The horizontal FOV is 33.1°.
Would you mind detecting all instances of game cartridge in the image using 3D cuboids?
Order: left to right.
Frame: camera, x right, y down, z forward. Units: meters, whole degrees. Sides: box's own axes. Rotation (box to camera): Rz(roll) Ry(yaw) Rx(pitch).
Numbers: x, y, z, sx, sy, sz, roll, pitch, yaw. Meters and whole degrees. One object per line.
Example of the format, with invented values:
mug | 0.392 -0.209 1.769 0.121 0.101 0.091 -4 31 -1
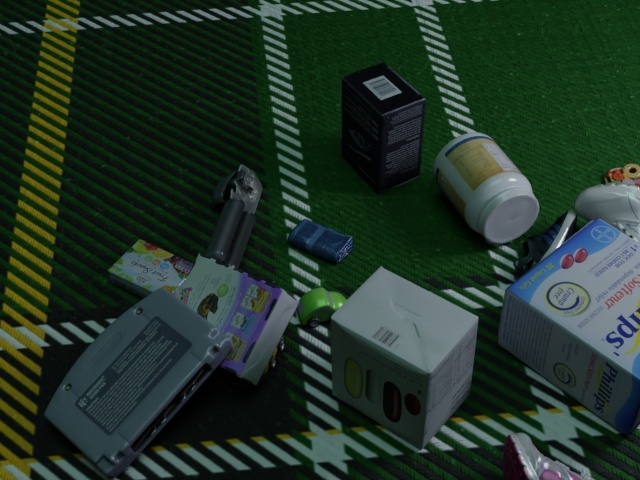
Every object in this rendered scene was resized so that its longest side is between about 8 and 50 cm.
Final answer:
game cartridge | -0.310 0.226 1.795 0.196 0.060 0.294 35 74 27

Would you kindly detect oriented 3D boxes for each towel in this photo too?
towel | 0.000 0.000 2.097 0.119 0.029 0.067 24 50 24

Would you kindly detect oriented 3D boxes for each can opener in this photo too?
can opener | -0.182 -0.038 2.128 0.095 0.076 0.283 -18 36 30

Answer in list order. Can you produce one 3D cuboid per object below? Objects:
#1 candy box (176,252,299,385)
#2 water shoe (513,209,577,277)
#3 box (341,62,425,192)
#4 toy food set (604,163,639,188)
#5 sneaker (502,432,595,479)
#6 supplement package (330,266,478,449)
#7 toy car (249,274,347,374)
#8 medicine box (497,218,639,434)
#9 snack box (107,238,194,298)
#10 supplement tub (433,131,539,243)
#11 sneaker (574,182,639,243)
candy box | -0.162 0.134 1.866 0.196 0.070 0.165 22 80 32
water shoe | 0.429 0.002 2.055 0.080 0.073 0.203 16 45 24
box | 0.125 -0.230 2.203 0.108 0.207 0.153 -23 49 -22
toy food set | 0.629 -0.125 2.218 0.083 0.020 0.082 -5 44 -4
sneaker | 0.369 0.395 1.641 0.111 0.103 0.252 -17 53 -21
supplement package | 0.134 0.193 1.771 0.194 0.203 0.149 28 52 27
toy car | -0.057 0.125 1.951 0.225 0.053 0.239 -11 45 -10
medicine box | 0.503 0.141 1.856 0.263 0.149 0.289 -34 52 -29
snack box | -0.315 0.063 2.032 0.141 0.037 0.100 22 50 22
supplement tub | 0.325 -0.103 2.113 0.144 0.144 0.200 -17 47 -16
sneaker | 0.610 -0.007 2.022 0.297 0.111 0.129 29 59 17
